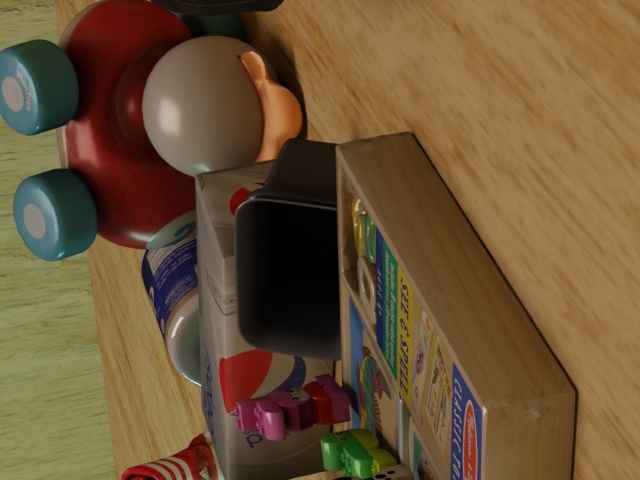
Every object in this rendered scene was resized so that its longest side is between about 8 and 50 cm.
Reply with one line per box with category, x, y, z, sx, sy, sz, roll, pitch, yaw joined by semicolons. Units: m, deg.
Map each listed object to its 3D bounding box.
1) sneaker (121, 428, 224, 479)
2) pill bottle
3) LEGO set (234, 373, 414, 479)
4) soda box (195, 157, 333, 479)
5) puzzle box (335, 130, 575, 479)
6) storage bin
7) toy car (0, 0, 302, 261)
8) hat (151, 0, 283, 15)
sneaker;-0.171;0.264;2.134;0.221;0.128;0.087;130;129;-74
pill bottle;-0.099;0.034;1.659;0.187;0.112;0.112;-116;20;-52
LEGO set;-0.005;0.162;1.138;0.227;0.093;0.087;-139;41;-71
soda box;-0.044;0.072;1.491;0.286;0.091;0.098;92;162;-46
puzzle box;0.073;0.175;1.142;0.272;0.052;0.409;-118;22;-53
storage bin;0.000;0.000;1.267;0.091;0.098;0.135;-73;-13;-48
toy car;-0.101;-0.085;1.500;0.238;0.219;0.210;11;114;46
hat;-0.051;-0.293;1.124;0.331;0.134;0.331;41;144;40
